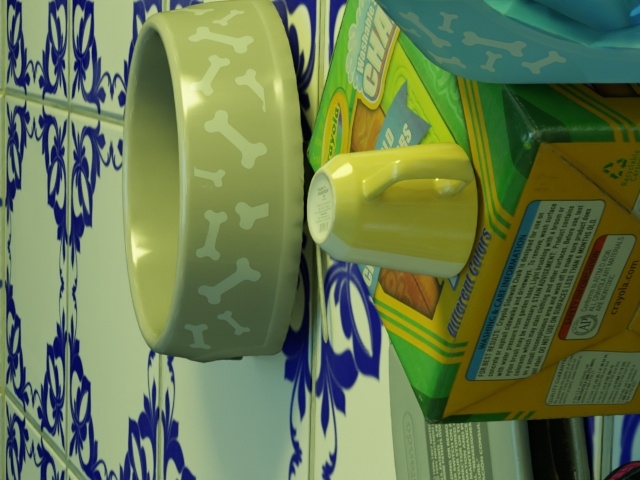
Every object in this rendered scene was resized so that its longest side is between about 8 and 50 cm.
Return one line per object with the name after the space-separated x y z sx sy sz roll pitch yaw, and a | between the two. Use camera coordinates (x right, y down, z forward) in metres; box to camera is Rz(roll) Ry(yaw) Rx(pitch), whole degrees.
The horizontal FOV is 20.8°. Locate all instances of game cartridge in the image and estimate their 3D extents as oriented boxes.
0.105 0.138 1.125 0.198 0.062 0.297 144 123 -71 | game cartridge

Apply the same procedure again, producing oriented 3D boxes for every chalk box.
0.110 -0.067 0.915 0.289 0.179 0.180 -116 32 -48 | chalk box

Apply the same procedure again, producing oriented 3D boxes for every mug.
0.031 -0.020 0.784 0.062 0.064 0.078 -112 31 -47 | mug

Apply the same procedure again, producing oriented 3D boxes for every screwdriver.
0.000 0.000 1.452 0.025 0.024 0.170 -14 81 40 | screwdriver

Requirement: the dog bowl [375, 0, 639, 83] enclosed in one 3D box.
0.147 -0.138 0.732 0.074 0.297 0.166 59 -136 -42 | dog bowl

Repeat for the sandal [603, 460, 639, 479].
0.177 0.147 0.943 0.179 0.040 0.067 134 132 -62 | sandal

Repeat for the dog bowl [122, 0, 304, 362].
-0.107 -0.052 1.584 0.349 0.102 0.349 178 90 -74 | dog bowl
